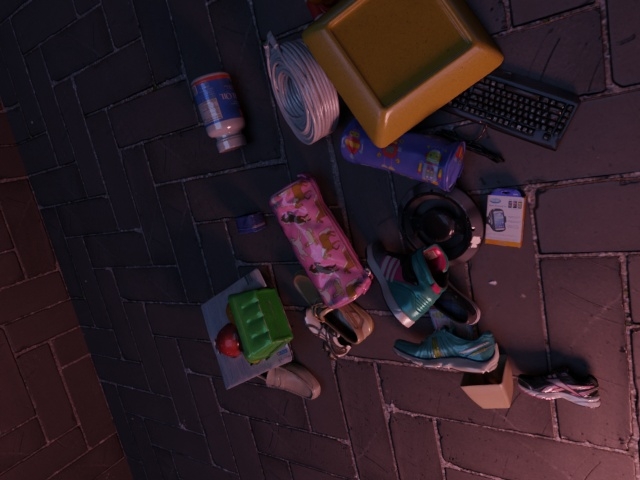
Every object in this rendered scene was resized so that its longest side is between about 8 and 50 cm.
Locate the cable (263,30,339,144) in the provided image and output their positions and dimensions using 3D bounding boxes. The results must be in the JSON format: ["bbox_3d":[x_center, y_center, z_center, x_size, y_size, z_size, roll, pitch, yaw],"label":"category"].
[{"bbox_3d":[-0.046,-0.382,1.171,0.257,0.089,0.257,55,162,23],"label":"cable"}]

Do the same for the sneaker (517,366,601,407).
[{"bbox_3d":[0.573,0.338,1.093,0.178,0.072,0.077,3,97,26],"label":"sneaker"}]

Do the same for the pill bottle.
[{"bbox_3d":[-0.302,-0.387,1.386,0.124,0.124,0.221,-11,101,37],"label":"pill bottle"}]

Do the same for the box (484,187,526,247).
[{"bbox_3d":[0.432,-0.056,1.061,0.081,0.028,0.136,9,110,32],"label":"box"}]

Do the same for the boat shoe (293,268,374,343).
[{"bbox_3d":[0.023,0.199,1.393,0.302,0.098,0.109,39,125,17],"label":"boat shoe"}]

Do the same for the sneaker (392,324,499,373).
[{"bbox_3d":[0.325,0.277,1.196,0.275,0.107,0.109,-4,85,31],"label":"sneaker"}]

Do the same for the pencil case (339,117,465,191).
[{"bbox_3d":[0.196,-0.214,1.095,0.306,0.133,0.119,23,101,30],"label":"pencil case"}]

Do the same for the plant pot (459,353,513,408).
[{"bbox_3d":[0.440,0.370,1.170,0.109,0.109,0.096,-18,109,38],"label":"plant pot"}]

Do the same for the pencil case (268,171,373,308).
[{"bbox_3d":[0.000,0.000,1.301,0.386,0.167,0.160,59,172,3],"label":"pencil case"}]

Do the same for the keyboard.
[{"bbox_3d":[0.376,-0.275,1.016,0.317,0.033,0.201,29,122,24],"label":"keyboard"}]

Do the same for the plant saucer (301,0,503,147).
[{"bbox_3d":[0.169,-0.430,0.978,0.333,0.081,0.332,-35,88,11],"label":"plant saucer"}]

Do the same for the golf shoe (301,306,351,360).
[{"bbox_3d":[0.023,0.282,1.449,0.094,0.077,0.198,-37,91,27],"label":"golf shoe"}]

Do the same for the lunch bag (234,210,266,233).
[{"bbox_3d":[-0.233,-0.055,1.496,0.099,0.067,0.065,-6,103,37],"label":"lunch bag"}]

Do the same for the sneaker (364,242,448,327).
[{"bbox_3d":[0.225,0.062,1.148,0.178,0.295,0.124,-40,125,15],"label":"sneaker"}]

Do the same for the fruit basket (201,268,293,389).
[{"bbox_3d":[-0.263,0.312,1.576,0.353,0.165,0.326,-36,69,38],"label":"fruit basket"}]

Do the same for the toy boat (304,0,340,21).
[{"bbox_3d":[0.014,-0.588,1.074,0.151,0.151,0.231,-26,91,38],"label":"toy boat"}]

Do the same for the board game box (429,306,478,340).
[{"bbox_3d":[0.364,0.246,1.219,0.104,0.026,0.154,-14,99,37],"label":"board game box"}]

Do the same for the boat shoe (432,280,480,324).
[{"bbox_3d":[0.301,0.141,1.172,0.228,0.076,0.080,42,116,29],"label":"boat shoe"}]

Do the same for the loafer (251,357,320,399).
[{"bbox_3d":[-0.148,0.478,1.607,0.320,0.111,0.112,19,117,28],"label":"loafer"}]

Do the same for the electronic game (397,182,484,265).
[{"bbox_3d":[0.298,-0.041,1.144,0.229,0.048,0.229,20,125,32],"label":"electronic game"}]
